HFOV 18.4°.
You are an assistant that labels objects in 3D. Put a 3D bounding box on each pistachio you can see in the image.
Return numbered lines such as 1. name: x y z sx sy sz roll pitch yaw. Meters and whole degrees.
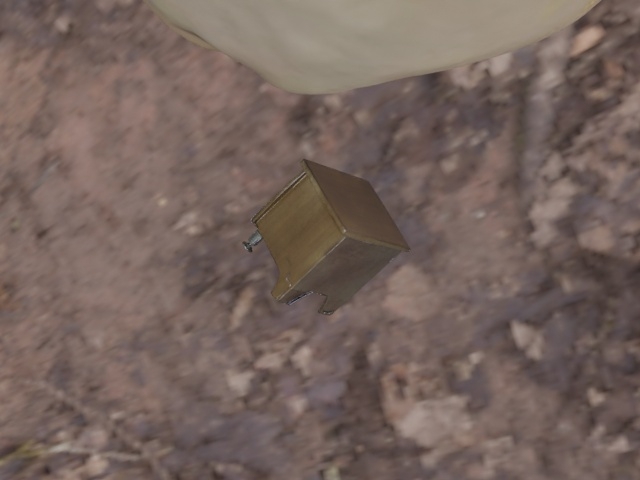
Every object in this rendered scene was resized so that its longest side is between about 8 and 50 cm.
1. pistachio: 0.066 -0.284 1.354 0.365 0.445 0.281 44 23 -27

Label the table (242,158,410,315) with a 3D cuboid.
1. table: 0.000 0.000 1.455 0.083 0.082 0.070 16 37 -53
